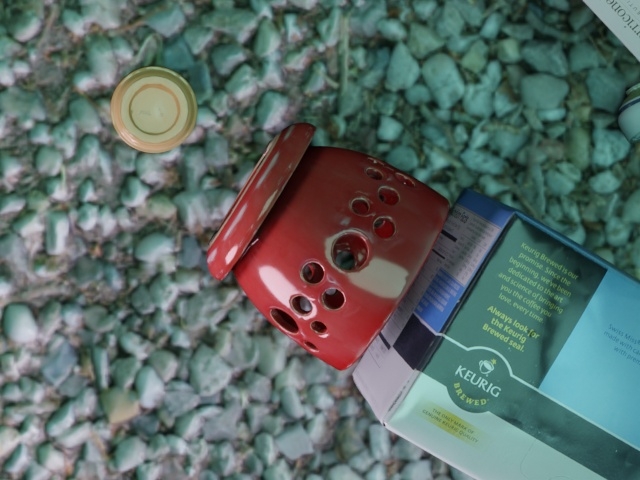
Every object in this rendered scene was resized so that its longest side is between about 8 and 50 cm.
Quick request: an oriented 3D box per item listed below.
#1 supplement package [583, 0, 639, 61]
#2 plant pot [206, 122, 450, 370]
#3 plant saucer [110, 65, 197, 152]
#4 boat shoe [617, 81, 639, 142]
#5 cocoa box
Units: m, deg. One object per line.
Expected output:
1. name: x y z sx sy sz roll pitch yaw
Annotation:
1. supplement package: 0.348 -0.333 1.563 0.177 0.175 0.293 45 118 -9
2. plant pot: 0.000 0.000 1.616 0.174 0.191 0.191 31 93 -6
3. plant saucer: -0.159 -0.125 1.669 0.084 0.013 0.083 -1 97 -6
4. boat shoe: 0.410 -0.192 1.693 0.302 0.109 0.094 -27 84 -11
5. cocoa box: 0.242 0.136 1.639 0.347 0.231 0.228 30 93 -9
